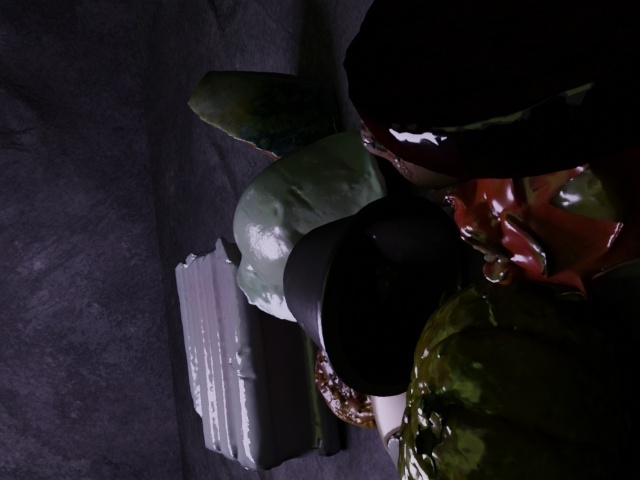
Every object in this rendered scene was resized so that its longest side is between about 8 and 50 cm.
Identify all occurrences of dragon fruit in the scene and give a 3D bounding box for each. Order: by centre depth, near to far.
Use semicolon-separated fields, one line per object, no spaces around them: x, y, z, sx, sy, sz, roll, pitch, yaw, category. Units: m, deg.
0.248;-0.049;0.659;0.227;0.224;0.224;-41;56;39;dragon fruit

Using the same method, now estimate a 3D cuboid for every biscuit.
0.211;-0.209;0.607;0.091;0.407;0.407;50;173;-33;biscuit

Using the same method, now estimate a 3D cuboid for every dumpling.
-0.002;-0.025;1.180;0.270;0.212;0.321;25;142;13;dumpling

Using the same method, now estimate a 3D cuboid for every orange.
0.198;0.196;0.755;0.301;0.223;0.300;97;-169;-45;orange

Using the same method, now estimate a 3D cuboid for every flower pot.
0.056;0.063;0.961;0.166;0.269;0.269;12;104;48;flower pot

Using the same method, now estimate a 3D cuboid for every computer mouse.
0.142;0.240;1.027;0.145;0.082;0.236;-32;64;41;computer mouse

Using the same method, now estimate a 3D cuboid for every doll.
0.109;-0.179;0.990;0.303;0.156;0.201;-132;39;-57;doll

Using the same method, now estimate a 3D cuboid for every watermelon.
-0.087;-0.215;1.350;0.310;0.232;0.193;13;108;15;watermelon

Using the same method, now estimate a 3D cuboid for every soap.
-0.135;0.223;1.456;0.350;0.213;0.435;-19;76;60;soap

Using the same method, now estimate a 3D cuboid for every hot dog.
0.057;0.210;1.202;0.227;0.099;0.160;50;131;54;hot dog
